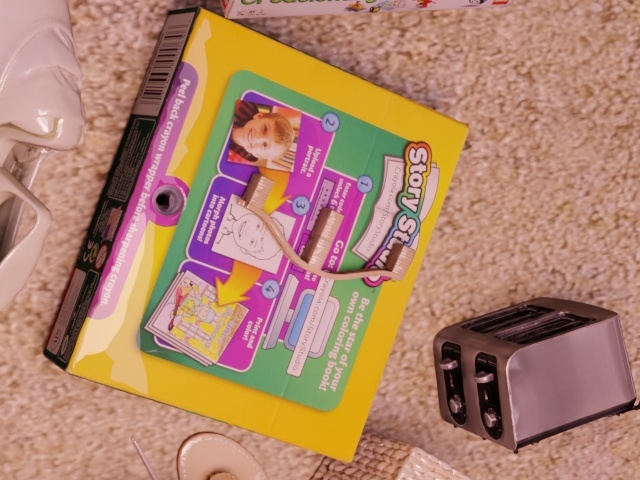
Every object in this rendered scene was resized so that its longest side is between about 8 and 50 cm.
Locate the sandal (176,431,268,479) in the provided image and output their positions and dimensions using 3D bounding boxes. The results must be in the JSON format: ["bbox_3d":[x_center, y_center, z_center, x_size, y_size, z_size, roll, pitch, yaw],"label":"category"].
[{"bbox_3d":[-0.066,0.306,1.441,0.088,0.079,0.240,-27,106,-18],"label":"sandal"}]

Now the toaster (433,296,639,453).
[{"bbox_3d":[0.232,0.138,1.499,0.186,0.168,0.110,-16,102,-20],"label":"toaster"}]

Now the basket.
[{"bbox_3d":[0.073,0.263,1.452,0.113,0.167,0.103,33,77,-23],"label":"basket"}]

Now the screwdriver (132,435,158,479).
[{"bbox_3d":[-0.151,0.272,1.431,0.024,0.025,0.170,-29,107,-18],"label":"screwdriver"}]

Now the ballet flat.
[{"bbox_3d":[-0.282,-0.068,1.266,0.139,0.139,0.400,19,91,-24],"label":"ballet flat"}]

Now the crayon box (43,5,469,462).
[{"bbox_3d":[-0.057,-0.002,1.394,0.313,0.106,0.363,21,87,-25],"label":"crayon box"}]

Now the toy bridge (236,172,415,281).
[{"bbox_3d":[0.000,0.000,1.346,0.188,0.026,0.063,25,87,-25],"label":"toy bridge"}]

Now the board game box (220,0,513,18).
[{"bbox_3d":[0.034,-0.313,1.375,0.305,0.053,0.193,-7,66,-23],"label":"board game box"}]
